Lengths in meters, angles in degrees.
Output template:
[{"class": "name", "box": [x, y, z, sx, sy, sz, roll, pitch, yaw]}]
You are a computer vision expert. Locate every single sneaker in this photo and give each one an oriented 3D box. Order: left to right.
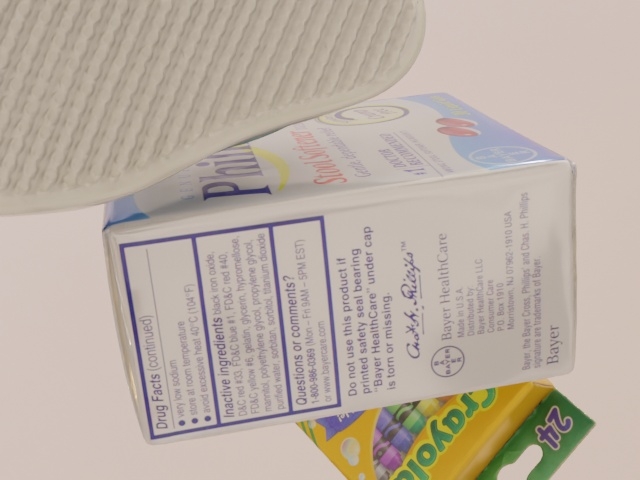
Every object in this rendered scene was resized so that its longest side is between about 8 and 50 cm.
[{"class": "sneaker", "box": [-0.119, -0.091, 0.585, 0.365, 0.150, 0.135, -13, -86, -26]}]

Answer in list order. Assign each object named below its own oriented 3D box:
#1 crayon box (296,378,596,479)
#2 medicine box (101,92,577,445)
[{"class": "crayon box", "box": [0.086, 0.151, 0.993, 0.323, 0.083, 0.203, 42, -80, 29]}, {"class": "medicine box", "box": [0.000, 0.000, 0.706, 0.289, 0.149, 0.263, -8, -161, -8]}]
